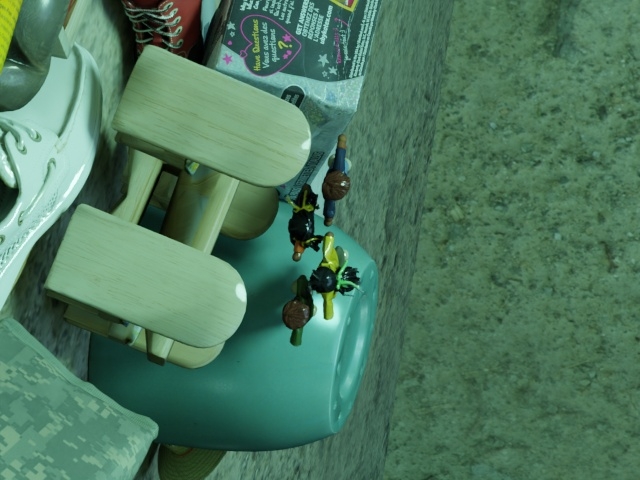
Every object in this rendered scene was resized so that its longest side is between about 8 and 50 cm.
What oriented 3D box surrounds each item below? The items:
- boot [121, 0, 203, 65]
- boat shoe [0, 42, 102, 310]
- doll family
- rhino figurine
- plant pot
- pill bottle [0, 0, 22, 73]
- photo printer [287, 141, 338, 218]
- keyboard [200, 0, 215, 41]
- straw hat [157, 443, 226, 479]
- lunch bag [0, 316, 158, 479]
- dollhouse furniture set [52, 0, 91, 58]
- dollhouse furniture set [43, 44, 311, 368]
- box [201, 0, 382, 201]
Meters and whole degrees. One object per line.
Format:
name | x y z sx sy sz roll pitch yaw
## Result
boot | -0.146 -0.197 1.546 0.244 0.088 0.176 -58 158 -68
boat shoe | -0.232 -0.049 1.243 0.096 0.098 0.277 83 23 -59
doll family | 0.000 0.000 1.599 0.111 0.076 0.193 -46 133 -80
rhino figurine | -0.198 -0.192 1.174 0.106 0.073 0.243 1 116 -62
plant pot | -0.074 0.084 1.793 0.293 0.235 0.293 11 90 -79
pill bottle | -0.241 -0.148 1.057 0.117 0.117 0.208 53 50 -75
photo printer | -0.046 -0.102 2.050 0.256 0.107 0.308 -48 148 -68
keyboard | -0.124 -0.209 1.816 0.072 0.014 0.256 -68 166 -60
straw hat | -0.154 0.201 1.936 0.061 0.144 0.144 36 58 -33
lunch bag | -0.264 0.230 1.153 0.287 0.169 0.235 -54 178 20
dollhouse furniture set | -0.173 -0.241 1.254 0.129 0.128 0.184 79 26 -62
dollhouse furniture set | -0.096 0.090 1.437 0.362 0.256 0.394 130 -18 -81
box | -0.044 -0.162 1.676 0.247 0.142 0.163 123 -18 -67
